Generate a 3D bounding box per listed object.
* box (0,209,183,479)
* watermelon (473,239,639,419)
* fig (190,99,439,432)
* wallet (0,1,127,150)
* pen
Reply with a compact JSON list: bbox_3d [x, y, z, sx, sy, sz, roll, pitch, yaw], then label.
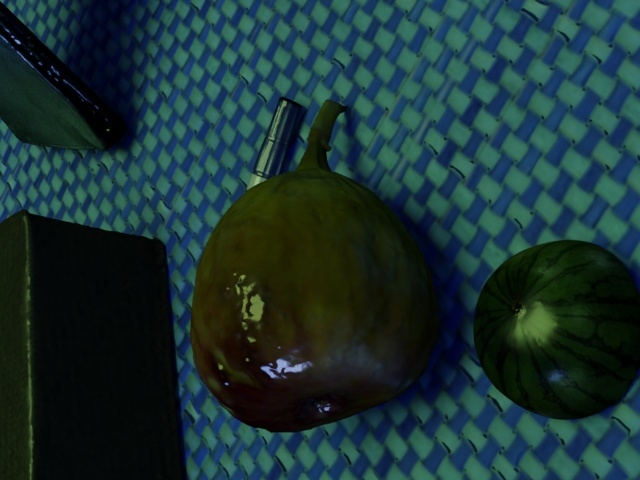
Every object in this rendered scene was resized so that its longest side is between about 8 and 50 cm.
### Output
[{"bbox_3d":[-0.224,0.136,1.016,0.184,0.143,0.273,-28,59,41],"label":"box"},{"bbox_3d":[0.127,0.049,0.705,0.105,0.062,0.105,-8,79,44],"label":"watermelon"},{"bbox_3d":[0.000,0.000,0.824,0.159,0.159,0.257,-33,37,39],"label":"fig"},{"bbox_3d":[-0.334,-0.214,1.075,0.191,0.379,0.046,14,62,52],"label":"wallet"},{"bbox_3d":[-0.055,-0.010,0.951,0.025,0.025,0.204,25,99,48],"label":"pen"}]
